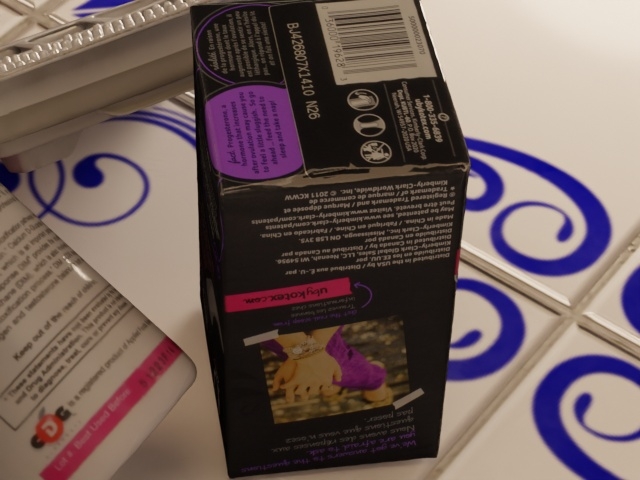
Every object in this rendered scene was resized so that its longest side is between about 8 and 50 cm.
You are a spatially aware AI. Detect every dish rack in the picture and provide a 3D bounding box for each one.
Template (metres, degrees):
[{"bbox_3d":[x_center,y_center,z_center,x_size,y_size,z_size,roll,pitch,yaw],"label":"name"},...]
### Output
[{"bbox_3d":[-0.158,-0.112,1.313,0.285,0.072,0.333,-22,10,-22],"label":"dish rack"}]

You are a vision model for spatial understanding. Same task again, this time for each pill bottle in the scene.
[{"bbox_3d":[-0.226,0.041,1.140,0.283,0.160,0.160,43,55,-2],"label":"pill bottle"}]

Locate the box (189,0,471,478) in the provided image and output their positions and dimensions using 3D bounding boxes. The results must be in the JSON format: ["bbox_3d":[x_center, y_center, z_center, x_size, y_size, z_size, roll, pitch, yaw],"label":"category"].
[{"bbox_3d":[0.000,0.000,1.178,0.143,0.270,0.165,-5,49,-7],"label":"box"}]
